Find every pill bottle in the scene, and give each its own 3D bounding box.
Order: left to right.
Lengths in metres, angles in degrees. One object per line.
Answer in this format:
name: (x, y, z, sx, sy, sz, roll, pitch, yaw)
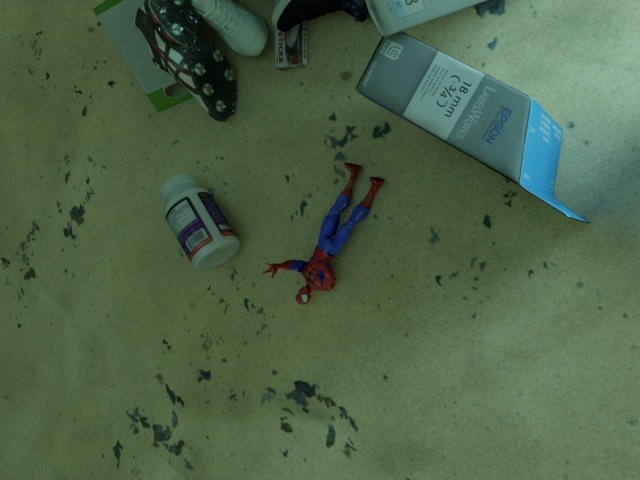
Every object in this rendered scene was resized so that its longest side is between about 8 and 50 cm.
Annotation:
pill bottle: (-0.257, -0.042, 1.235, 0.108, 0.108, 0.193, -42, 70, 25)

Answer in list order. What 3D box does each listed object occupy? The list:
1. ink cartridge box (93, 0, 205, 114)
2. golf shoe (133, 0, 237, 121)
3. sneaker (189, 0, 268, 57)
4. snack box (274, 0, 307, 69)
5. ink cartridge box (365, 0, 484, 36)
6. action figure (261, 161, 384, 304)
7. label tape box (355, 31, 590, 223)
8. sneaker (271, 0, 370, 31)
ink cartridge box: (-0.336, -0.428, 1.293, 0.189, 0.097, 0.255, -12, 119, 31)
golf shoe: (-0.267, -0.361, 1.202, 0.120, 0.105, 0.272, -8, 120, 42)
sneaker: (-0.201, -0.448, 1.185, 0.232, 0.115, 0.090, 46, 113, 22)
snack box: (-0.057, -0.424, 1.151, 0.064, 0.022, 0.178, 0, 91, 31)
ink cartridge box: (0.242, -0.446, 0.792, 0.385, 0.091, 0.308, -15, 45, 19)
action figure: (0.000, 0.000, 1.066, 0.091, 0.139, 0.280, 34, 111, 28)
label tape box: (0.248, -0.159, 0.844, 0.334, 0.241, 0.105, 37, 108, 25)
sneaker: (0.019, -0.420, 1.062, 0.217, 0.079, 0.121, -36, 86, 25)
